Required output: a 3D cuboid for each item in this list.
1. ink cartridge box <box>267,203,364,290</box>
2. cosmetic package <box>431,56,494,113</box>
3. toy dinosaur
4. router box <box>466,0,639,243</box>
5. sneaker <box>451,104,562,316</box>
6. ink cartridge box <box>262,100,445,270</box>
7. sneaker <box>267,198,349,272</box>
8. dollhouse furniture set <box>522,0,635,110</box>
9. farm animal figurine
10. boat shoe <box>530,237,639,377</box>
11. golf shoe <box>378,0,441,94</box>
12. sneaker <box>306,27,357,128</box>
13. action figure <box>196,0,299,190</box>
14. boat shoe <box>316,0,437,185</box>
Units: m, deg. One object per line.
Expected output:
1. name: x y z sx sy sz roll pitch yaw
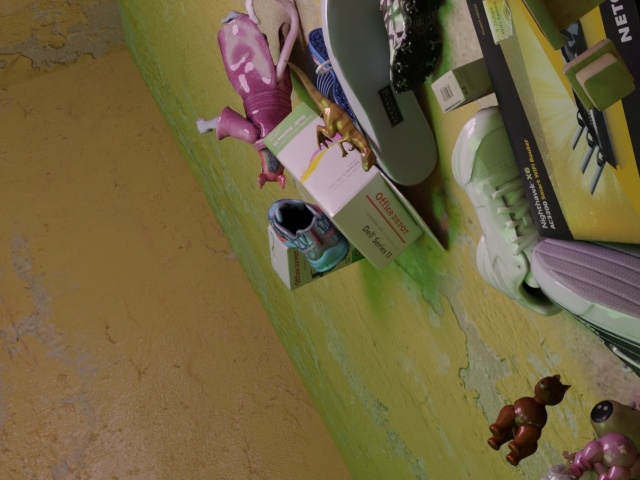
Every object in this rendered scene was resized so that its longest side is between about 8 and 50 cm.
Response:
1. ink cartridge box: 0.000 0.000 1.584 0.087 0.208 0.153 53 159 36
2. cosmetic package: 0.201 -0.200 0.896 0.041 0.115 0.060 66 164 0
3. toy dinosaur: 0.018 -0.201 1.164 0.211 0.064 0.112 47 159 -5
4. router box: 0.287 -0.152 0.761 0.309 0.081 0.243 70 163 -9
5. sneaker: 0.262 -0.033 0.939 0.152 0.114 0.305 52 168 55
6. ink cartridge box: 0.057 -0.084 1.347 0.207 0.119 0.353 46 -177 -46
7. sneaker: -0.040 -0.044 1.396 0.125 0.104 0.262 51 171 -34
8. dollhouse furniture set: 0.246 -0.341 0.569 0.355 0.303 0.174 48 -160 -27
9. farm animal figurine: 0.395 0.298 0.912 0.330 0.172 0.326 22 146 55
10. boat shoe: 0.361 0.104 0.779 0.335 0.121 0.119 37 146 46
11. golf shoe: 0.127 -0.313 1.059 0.094 0.077 0.198 -122 28 -44
12. sneaker: 0.039 -0.282 1.345 0.090 0.081 0.232 96 153 -62
13. action figure: -0.096 -0.281 1.520 0.276 0.248 0.370 -30 64 47
14. boat shoe: 0.077 -0.270 1.180 0.367 0.136 0.156 64 168 -26
